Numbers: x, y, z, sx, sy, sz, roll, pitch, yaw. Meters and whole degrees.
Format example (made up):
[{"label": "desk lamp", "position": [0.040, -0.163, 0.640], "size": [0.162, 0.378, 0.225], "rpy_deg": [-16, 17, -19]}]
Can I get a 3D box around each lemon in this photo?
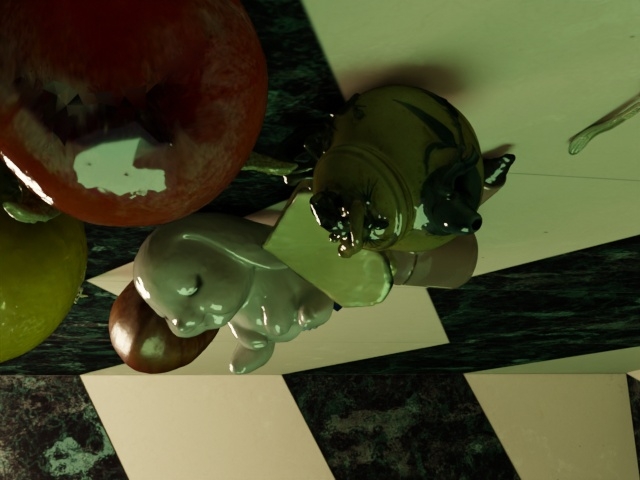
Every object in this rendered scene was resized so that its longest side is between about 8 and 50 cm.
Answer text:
[{"label": "lemon", "position": [-0.382, 0.010, 1.024], "size": [0.240, 0.240, 0.219], "rpy_deg": [9, 139, -36]}]

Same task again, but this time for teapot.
[{"label": "teapot", "position": [0.052, -0.060, 0.897], "size": [0.269, 0.173, 0.182], "rpy_deg": [20, -139, 35]}]

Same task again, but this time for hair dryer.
[{"label": "hair dryer", "position": [0.176, -0.029, 1.218], "size": [0.189, 0.106, 0.344], "rpy_deg": [7, 156, -21]}]

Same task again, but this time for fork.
[{"label": "fork", "position": [0.328, -0.132, 0.975], "size": [0.034, 0.028, 0.219], "rpy_deg": [-1, 165, -18]}]

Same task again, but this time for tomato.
[{"label": "tomato", "position": [-0.141, -0.112, 0.646], "size": [0.208, 0.208, 0.184], "rpy_deg": [-4, -177, 6]}]

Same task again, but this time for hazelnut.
[{"label": "hazelnut", "position": [-0.275, 0.127, 1.577], "size": [0.210, 0.210, 0.186], "rpy_deg": [14, -179, -44]}]

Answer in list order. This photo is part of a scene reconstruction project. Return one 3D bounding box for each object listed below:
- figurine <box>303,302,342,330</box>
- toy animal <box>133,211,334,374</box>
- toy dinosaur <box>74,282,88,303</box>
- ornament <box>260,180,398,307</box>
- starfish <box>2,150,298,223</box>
[{"label": "figurine", "position": [-0.008, 0.073, 1.527], "size": [0.164, 0.120, 0.262], "rpy_deg": [-37, 177, -9]}, {"label": "toy animal", "position": [-0.149, 0.060, 1.328], "size": [0.265, 0.206, 0.272], "rpy_deg": [18, 141, -31]}, {"label": "toy dinosaur", "position": [-0.465, 0.096, 1.644], "size": [0.083, 0.047, 0.030], "rpy_deg": [-10, 164, 21]}, {"label": "ornament", "position": [0.000, 0.000, 1.194], "size": [0.180, 0.059, 0.201], "rpy_deg": [-3, 130, 26]}, {"label": "starfish", "position": [-0.219, -0.098, 0.877], "size": [0.347, 0.078, 0.358], "rpy_deg": [9, -161, 37]}]
